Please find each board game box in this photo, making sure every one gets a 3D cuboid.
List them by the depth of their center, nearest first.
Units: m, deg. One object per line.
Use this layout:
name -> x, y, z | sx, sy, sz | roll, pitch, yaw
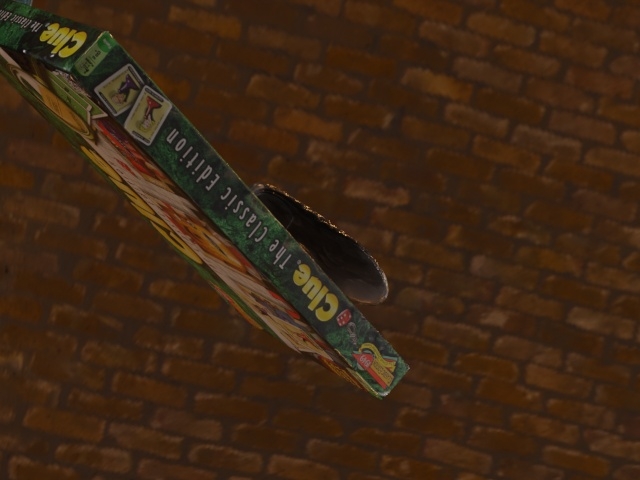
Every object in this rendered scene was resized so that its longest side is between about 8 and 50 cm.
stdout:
board game box -> -0.065, -0.018, 0.630 | 0.030, 0.136, 0.260 | -49, -52, -10

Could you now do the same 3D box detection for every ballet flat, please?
ballet flat -> 0.000, 0.000, 1.196 | 0.173, 0.049, 0.057 | 40, -71, -14

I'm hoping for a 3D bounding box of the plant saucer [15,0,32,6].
plant saucer -> -0.204, -0.151, 0.701 | 0.119, 0.119, 0.021 | 59, -153, 4
